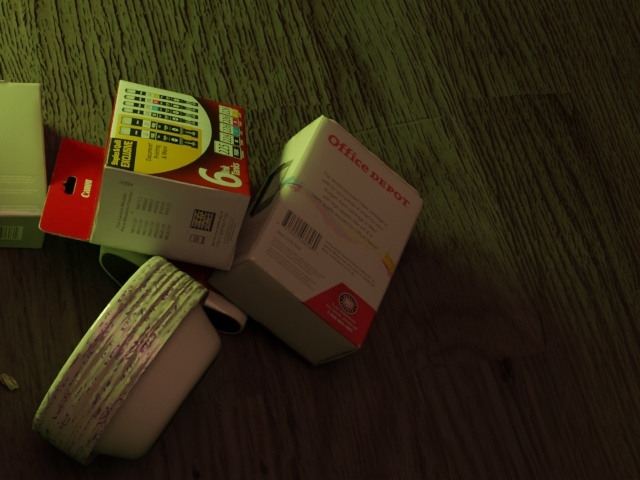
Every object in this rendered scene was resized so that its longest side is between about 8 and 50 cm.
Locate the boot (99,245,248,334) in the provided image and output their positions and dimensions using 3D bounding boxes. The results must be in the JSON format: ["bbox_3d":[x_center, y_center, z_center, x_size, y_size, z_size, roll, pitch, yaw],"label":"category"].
[{"bbox_3d":[-0.201,0.016,1.711,0.244,0.088,0.176,27,57,-13],"label":"boot"}]

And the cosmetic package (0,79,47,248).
[{"bbox_3d":[-0.475,-0.115,1.677,0.127,0.107,0.237,1,60,-18],"label":"cosmetic package"}]

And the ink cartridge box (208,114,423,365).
[{"bbox_3d":[0.000,0.000,1.719,0.226,0.131,0.306,40,50,-17],"label":"ink cartridge box"}]

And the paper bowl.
[{"bbox_3d":[-0.240,0.173,1.492,0.148,0.284,0.284,36,57,1],"label":"paper bowl"}]

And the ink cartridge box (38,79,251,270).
[{"bbox_3d":[-0.251,-0.109,1.651,0.272,0.130,0.309,11,28,-13],"label":"ink cartridge box"}]

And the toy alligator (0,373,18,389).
[{"bbox_3d":[-0.502,0.152,1.555,0.051,0.056,0.189,-42,99,3],"label":"toy alligator"}]
